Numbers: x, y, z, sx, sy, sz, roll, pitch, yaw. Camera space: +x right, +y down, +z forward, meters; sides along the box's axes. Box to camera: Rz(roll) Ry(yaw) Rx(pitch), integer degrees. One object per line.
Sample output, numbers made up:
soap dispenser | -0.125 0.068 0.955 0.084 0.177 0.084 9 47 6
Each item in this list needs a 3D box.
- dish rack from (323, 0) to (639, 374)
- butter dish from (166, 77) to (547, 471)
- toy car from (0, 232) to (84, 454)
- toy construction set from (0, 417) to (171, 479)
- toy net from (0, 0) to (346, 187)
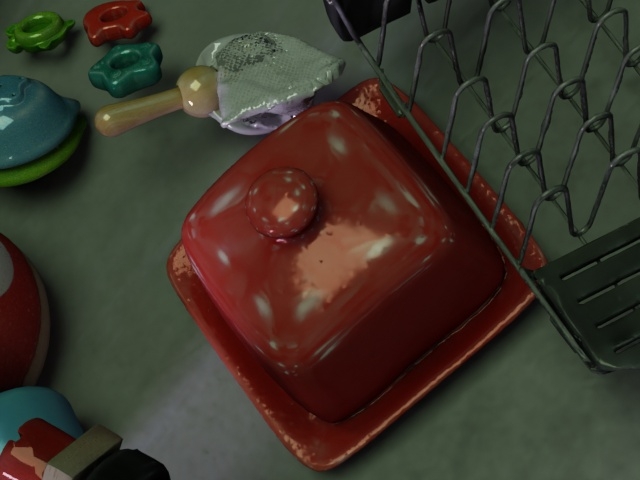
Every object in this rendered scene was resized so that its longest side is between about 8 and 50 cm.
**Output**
dish rack | 0.139 -0.077 0.757 0.208 0.074 0.271 -27 62 -10
butter dish | 0.000 0.000 0.790 0.160 0.118 0.160 -40 62 3
toy car | -0.269 0.046 0.812 0.210 0.238 0.219 -35 62 7
toy construction set | -0.100 0.238 0.722 0.309 0.237 0.257 3 49 2
toy net | -0.087 -0.084 0.898 0.232 0.045 0.122 1 40 24
